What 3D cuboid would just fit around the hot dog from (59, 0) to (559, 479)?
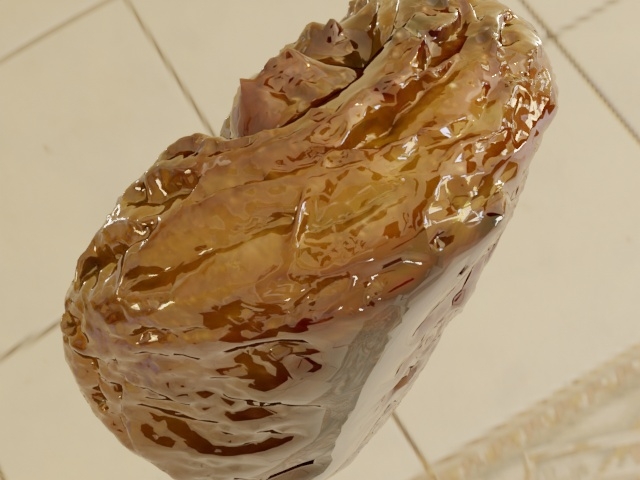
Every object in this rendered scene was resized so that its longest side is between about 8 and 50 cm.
[{"bbox_3d":[0.000,0.003,0.560,0.099,0.227,0.160,43,63,7],"label":"hot dog"}]
